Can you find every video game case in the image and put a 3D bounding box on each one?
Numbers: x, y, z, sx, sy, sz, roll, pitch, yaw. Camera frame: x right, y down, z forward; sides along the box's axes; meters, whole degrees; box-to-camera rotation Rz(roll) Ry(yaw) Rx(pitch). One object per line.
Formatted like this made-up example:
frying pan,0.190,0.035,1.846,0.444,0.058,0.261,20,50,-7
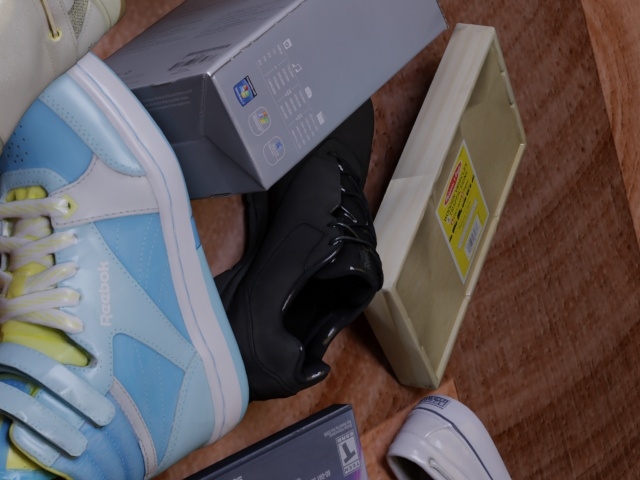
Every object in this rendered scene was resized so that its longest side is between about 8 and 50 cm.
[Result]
video game case,-0.015,0.287,1.211,0.196,0.026,0.274,-21,100,-45

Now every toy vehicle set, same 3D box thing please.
toy vehicle set,0.106,-0.028,1.316,0.267,0.035,0.166,-67,152,-27

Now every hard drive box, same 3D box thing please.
hard drive box,-0.051,-0.123,1.101,0.232,0.181,0.089,-44,117,-38

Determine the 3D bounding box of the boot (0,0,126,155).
boot,-0.228,-0.148,0.896,0.213,0.077,0.165,47,65,-30

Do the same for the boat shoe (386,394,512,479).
boat shoe,0.134,0.255,1.333,0.084,0.095,0.258,-44,106,-35

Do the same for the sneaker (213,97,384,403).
sneaker,0.000,0.000,1.180,0.109,0.130,0.286,37,60,-37

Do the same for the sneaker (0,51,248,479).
sneaker,-0.176,0.038,0.996,0.208,0.127,0.319,-40,113,-42
